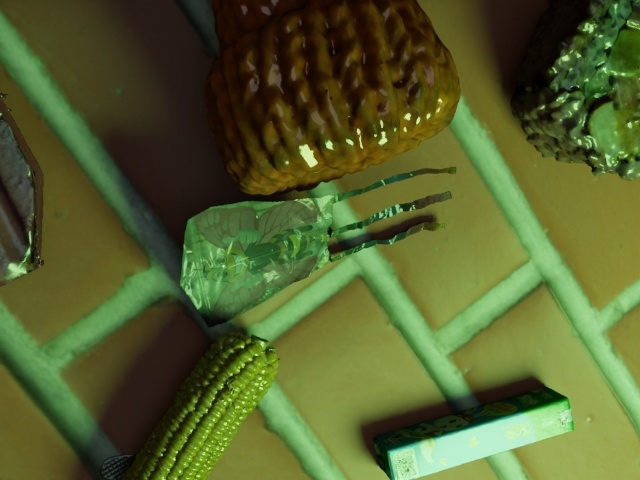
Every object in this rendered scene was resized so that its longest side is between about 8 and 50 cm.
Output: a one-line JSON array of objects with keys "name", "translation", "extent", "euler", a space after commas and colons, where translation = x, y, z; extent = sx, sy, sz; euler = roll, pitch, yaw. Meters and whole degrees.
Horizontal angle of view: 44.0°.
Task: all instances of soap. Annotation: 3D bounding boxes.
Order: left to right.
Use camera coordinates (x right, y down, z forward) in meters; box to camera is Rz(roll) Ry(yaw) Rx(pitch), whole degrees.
[{"name": "soap", "translation": [-0.413, -0.081, 0.879], "extent": [0.182, 0.112, 0.289], "euler": [-27, 101, -9]}]

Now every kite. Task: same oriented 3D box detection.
[{"name": "kite", "translation": [-0.001, -0.003, 0.985], "extent": [0.360, 0.022, 0.204], "euler": [-16, 138, -15]}]

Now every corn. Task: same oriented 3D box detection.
[{"name": "corn", "translation": [-0.159, 0.239, 0.982], "extent": [0.101, 0.101, 0.292], "euler": [37, 90, -14]}]

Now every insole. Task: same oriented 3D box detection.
[{"name": "insole", "translation": [-0.215, 0.301, 1.021], "extent": [0.135, 0.002, 0.045], "euler": [13, 93, -14]}]

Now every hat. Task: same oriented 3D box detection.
[{"name": "hat", "translation": [-0.021, -0.262, 0.876], "extent": [0.285, 0.285, 0.400], "euler": [-21, 96, -10]}]

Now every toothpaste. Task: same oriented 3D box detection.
[{"name": "toothpaste", "translation": [0.209, 0.263, 1.082], "extent": [0.266, 0.065, 0.050], "euler": [-13, 96, -10]}]

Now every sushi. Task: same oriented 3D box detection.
[{"name": "sushi", "translation": [0.376, -0.212, 1.015], "extent": [0.236, 0.171, 0.270], "euler": [26, 92, -14]}]
